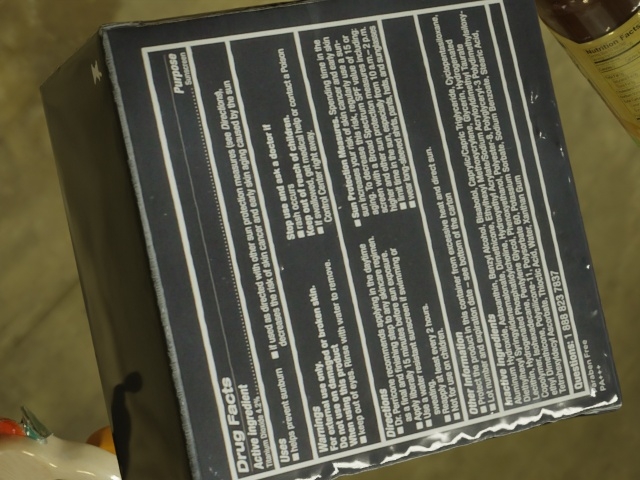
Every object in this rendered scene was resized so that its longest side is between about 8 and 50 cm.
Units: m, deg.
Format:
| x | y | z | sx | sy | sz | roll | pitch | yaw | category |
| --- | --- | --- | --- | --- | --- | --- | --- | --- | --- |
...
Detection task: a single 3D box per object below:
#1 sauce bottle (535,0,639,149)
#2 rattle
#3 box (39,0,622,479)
| x | y | z | sx | sy | sz | roll | pitch | yaw | category |
| --- | --- | --- | --- | --- | --- | --- | --- | --- | --- |
| 0.256 | -0.201 | 1.455 | 0.111 | 0.111 | 0.344 | -46 | 118 | -9 | sauce bottle |
| -0.192 | 0.143 | 1.269 | 0.200 | 0.130 | 0.143 | 55 | 49 | -35 | rattle |
| 0.000 | 0.000 | 1.084 | 0.294 | 0.296 | 0.183 | -11 | 177 | -24 | box |
